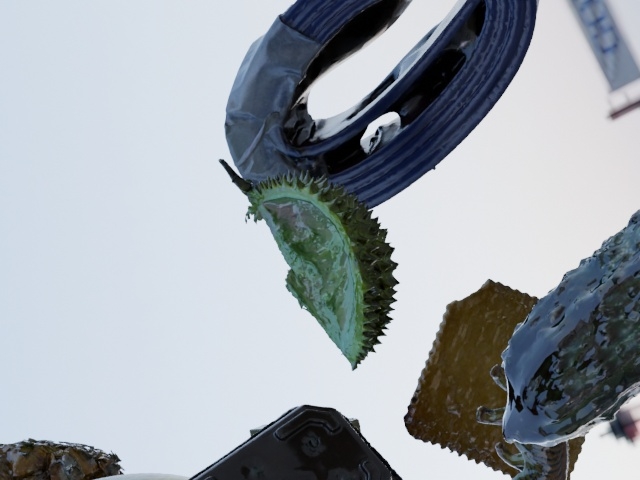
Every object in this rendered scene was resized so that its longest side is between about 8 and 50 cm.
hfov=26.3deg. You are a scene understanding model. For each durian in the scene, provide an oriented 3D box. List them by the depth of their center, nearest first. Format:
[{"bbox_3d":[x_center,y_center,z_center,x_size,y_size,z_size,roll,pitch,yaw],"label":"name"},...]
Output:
[{"bbox_3d":[0.000,0.000,1.158,0.215,0.100,0.086,58,-171,11],"label":"durian"}]

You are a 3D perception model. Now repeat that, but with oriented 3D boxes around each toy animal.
[{"bbox_3d":[0.225,0.212,1.487,0.057,0.099,0.241,-29,-60,-51],"label":"toy animal"}]

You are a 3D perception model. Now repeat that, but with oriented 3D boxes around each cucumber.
[{"bbox_3d":[0.235,-0.002,0.811,0.096,0.359,0.096,45,-165,-16],"label":"cucumber"}]

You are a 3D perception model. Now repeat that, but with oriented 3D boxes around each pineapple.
[{"bbox_3d":[-0.428,0.458,2.091,0.352,0.352,0.300,27,-118,-59],"label":"pineapple"}]

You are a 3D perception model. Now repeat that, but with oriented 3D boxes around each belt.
[{"bbox_3d":[0.060,-0.172,1.342,0.212,0.347,0.117,45,-157,-9],"label":"belt"}]

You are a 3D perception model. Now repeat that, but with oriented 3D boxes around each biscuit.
[{"bbox_3d":[0.245,0.184,1.767,0.232,0.237,0.013,21,-173,16],"label":"biscuit"}]

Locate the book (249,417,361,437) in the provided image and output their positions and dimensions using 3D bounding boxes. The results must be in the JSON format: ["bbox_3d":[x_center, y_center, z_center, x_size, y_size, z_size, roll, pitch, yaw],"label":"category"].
[{"bbox_3d":[-0.009,0.321,1.840,0.026,0.231,0.161,-12,-91,-36],"label":"book"}]

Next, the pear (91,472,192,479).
[{"bbox_3d":[-0.171,0.426,1.435,0.418,0.362,0.362,21,-146,-14],"label":"pear"}]

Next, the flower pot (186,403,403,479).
[{"bbox_3d":[-0.039,0.248,1.246,0.179,0.251,0.084,47,156,24],"label":"flower pot"}]
